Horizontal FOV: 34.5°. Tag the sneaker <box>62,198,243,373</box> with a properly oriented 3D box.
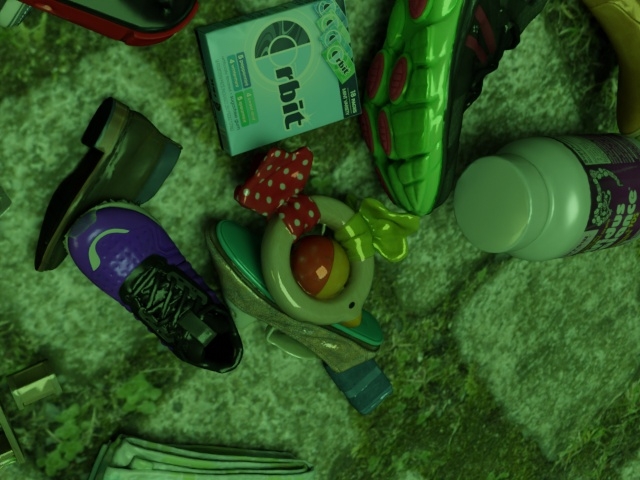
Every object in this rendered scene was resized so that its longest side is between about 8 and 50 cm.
[{"bbox_3d":[-0.175,0.067,1.218,0.102,0.146,0.293,-45,138,-3],"label":"sneaker"}]

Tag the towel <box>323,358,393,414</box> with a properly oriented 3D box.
[{"bbox_3d":[0.054,0.197,1.495,0.067,0.029,0.119,-40,123,-8],"label":"towel"}]

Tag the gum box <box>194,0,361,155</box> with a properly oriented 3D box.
[{"bbox_3d":[-0.048,-0.206,1.270,0.184,0.041,0.157,-20,118,-20],"label":"gum box"}]

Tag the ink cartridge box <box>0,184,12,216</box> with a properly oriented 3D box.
[{"bbox_3d":[-0.414,-0.029,1.122,0.143,0.092,0.090,-5,113,-25],"label":"ink cartridge box"}]

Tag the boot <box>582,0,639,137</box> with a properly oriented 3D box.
[{"bbox_3d":[0.400,-0.310,1.415,0.211,0.104,0.295,22,82,-24],"label":"boot"}]

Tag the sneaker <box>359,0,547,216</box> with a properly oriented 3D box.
[{"bbox_3d":[0.182,-0.252,1.288,0.202,0.185,0.483,2,111,-26],"label":"sneaker"}]

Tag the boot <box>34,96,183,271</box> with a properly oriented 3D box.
[{"bbox_3d":[-0.248,-0.047,1.208,0.106,0.082,0.219,25,95,-30],"label":"boot"}]

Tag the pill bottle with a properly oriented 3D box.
[{"bbox_3d":[0.323,-0.060,1.404,0.301,0.169,0.169,-8,115,-42],"label":"pill bottle"}]

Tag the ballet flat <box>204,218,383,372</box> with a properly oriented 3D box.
[{"bbox_3d":[-0.054,0.090,1.355,0.316,0.107,0.106,37,121,-28],"label":"ballet flat"}]

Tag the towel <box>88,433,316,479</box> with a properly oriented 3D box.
[{"bbox_3d":[-0.196,0.453,1.435,0.320,0.090,0.374,13,104,-30],"label":"towel"}]

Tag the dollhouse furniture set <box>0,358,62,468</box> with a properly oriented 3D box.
[{"bbox_3d":[-0.375,0.252,1.216,0.182,0.161,0.101,-23,119,-17],"label":"dollhouse furniture set"}]

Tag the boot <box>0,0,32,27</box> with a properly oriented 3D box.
[{"bbox_3d":[-0.265,-0.292,1.105,0.086,0.069,0.190,34,92,-28],"label":"boot"}]

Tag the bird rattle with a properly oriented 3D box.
[{"bbox_3d":[0.000,0.000,1.287,0.253,0.143,0.207,23,67,-41],"label":"bird rattle"}]

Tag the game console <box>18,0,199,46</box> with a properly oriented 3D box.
[{"bbox_3d":[-0.238,-0.422,1.039,0.342,0.060,0.386,18,88,-26],"label":"game console"}]
